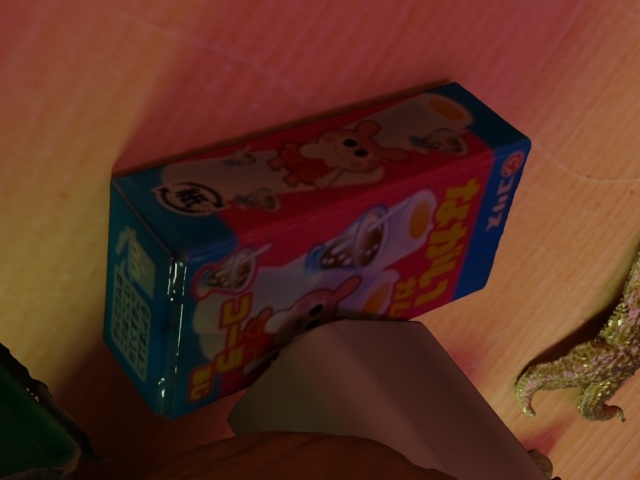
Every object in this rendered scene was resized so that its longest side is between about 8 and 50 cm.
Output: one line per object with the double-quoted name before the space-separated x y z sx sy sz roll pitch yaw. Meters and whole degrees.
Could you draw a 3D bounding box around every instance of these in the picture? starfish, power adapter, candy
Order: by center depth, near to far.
"power adapter" 0.077 0.185 0.891 0.124 0.255 0.187 -49 153 21
"candy" -0.001 -0.001 0.911 0.306 0.100 0.157 -19 138 -30
"starfish" 0.356 0.104 1.414 0.299 0.060 0.302 -3 127 -41

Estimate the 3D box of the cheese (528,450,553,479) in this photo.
"cheese" 0.212 0.338 1.528 0.097 0.037 0.192 -4 129 -42

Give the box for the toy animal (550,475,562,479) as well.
"toy animal" 0.189 0.300 1.419 0.202 0.070 0.105 -8 117 -22

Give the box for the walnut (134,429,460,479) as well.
"walnut" -0.020 0.264 0.656 0.333 0.333 0.333 -27 142 -24

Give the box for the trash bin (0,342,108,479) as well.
"trash bin" -0.289 0.231 0.729 0.295 0.259 0.381 -1 123 -50
